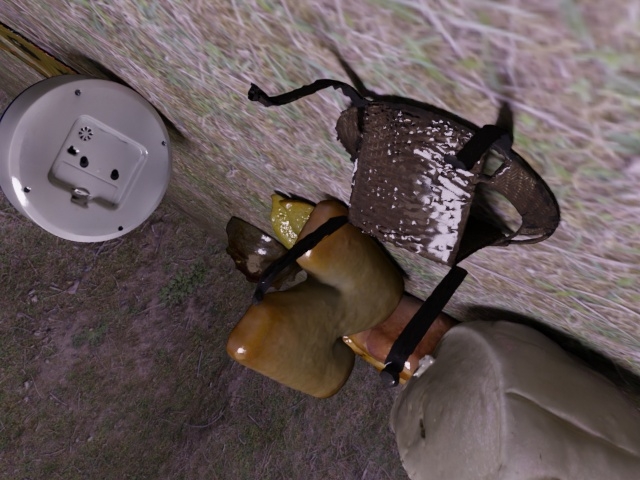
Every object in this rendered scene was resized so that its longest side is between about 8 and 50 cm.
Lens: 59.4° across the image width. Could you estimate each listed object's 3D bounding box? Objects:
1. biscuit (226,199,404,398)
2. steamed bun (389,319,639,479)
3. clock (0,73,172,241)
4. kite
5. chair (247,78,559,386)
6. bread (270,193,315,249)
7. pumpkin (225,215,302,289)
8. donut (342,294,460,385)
[{"bbox_3d":[0.014,0.097,0.772,0.062,0.236,0.290,29,169,35],"label":"biscuit"},{"bbox_3d":[0.250,0.232,0.722,0.247,0.236,0.383,23,179,-5],"label":"steamed bun"},{"bbox_3d":[-0.328,-0.114,0.794,0.083,0.230,0.230,25,169,44],"label":"clock"},{"bbox_3d":[-0.531,-0.337,1.005,0.378,0.013,0.327,26,169,40],"label":"kite"},{"bbox_3d":[0.063,-0.028,0.383,0.174,0.149,0.213,25,-149,28],"label":"chair"},{"bbox_3d":[0.000,0.000,0.853,0.188,0.065,0.149,38,165,-24],"label":"bread"},{"bbox_3d":[-0.164,0.052,1.521,0.254,0.130,0.149,35,172,-11],"label":"pumpkin"},{"bbox_3d":[0.167,0.201,1.095,0.317,0.150,0.299,34,171,-6],"label":"donut"}]
